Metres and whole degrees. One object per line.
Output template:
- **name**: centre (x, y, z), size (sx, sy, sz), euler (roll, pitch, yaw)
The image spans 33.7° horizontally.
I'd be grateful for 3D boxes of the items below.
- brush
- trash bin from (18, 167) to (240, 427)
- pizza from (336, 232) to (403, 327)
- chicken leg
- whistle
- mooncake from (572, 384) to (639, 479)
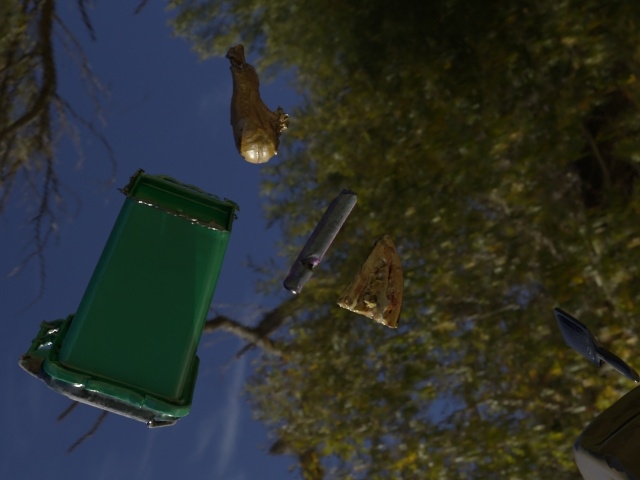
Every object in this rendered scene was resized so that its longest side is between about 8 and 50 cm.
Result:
- **brush**: centre (0.356, 0.140, 1.365), size (0.063, 0.016, 0.193), euler (64, 170, -21)
- **trash bin**: centre (-0.309, 0.088, 1.803), size (0.295, 0.381, 0.259), euler (20, -166, -7)
- **pizza**: centre (0.097, 0.081, 1.964), size (0.176, 0.036, 0.184), euler (-7, -79, -47)
- **chicken leg**: centre (-0.111, -0.233, 1.795), size (0.085, 0.101, 0.207), euler (-139, 35, -69)
- **whistle**: centre (0.000, 0.000, 1.563), size (0.033, 0.176, 0.033), euler (31, -178, -1)
- **mooncake**: centre (0.536, 0.350, 1.406), size (0.201, 0.378, 0.378), euler (-43, -69, -8)
